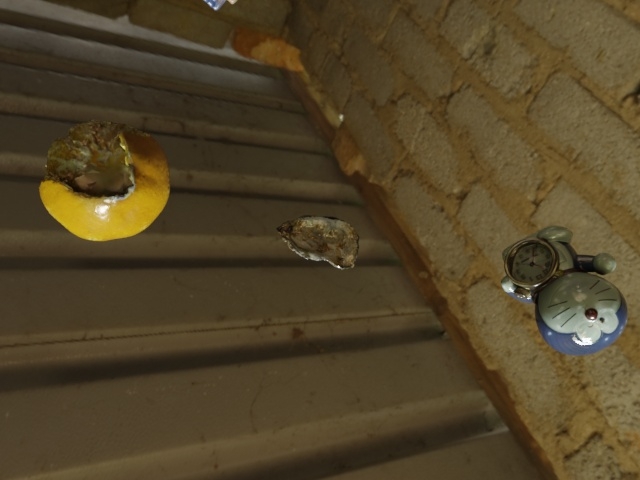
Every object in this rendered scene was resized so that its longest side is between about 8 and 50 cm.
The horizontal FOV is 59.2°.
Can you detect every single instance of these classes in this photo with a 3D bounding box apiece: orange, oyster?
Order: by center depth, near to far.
[{"bbox_3d":[-0.003,0.000,0.557,0.083,0.019,0.054,16,-121,-8],"label":"oyster"},{"bbox_3d":[-0.262,-0.075,0.695,0.157,0.156,0.134,12,177,-23],"label":"orange"}]

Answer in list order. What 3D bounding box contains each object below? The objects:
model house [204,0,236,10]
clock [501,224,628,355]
[{"bbox_3d":[-0.165,-0.453,0.843,0.172,0.166,0.183,42,-170,-22],"label":"model house"},{"bbox_3d":[0.462,0.095,1.053,0.146,0.200,0.243,40,-155,-51],"label":"clock"}]
